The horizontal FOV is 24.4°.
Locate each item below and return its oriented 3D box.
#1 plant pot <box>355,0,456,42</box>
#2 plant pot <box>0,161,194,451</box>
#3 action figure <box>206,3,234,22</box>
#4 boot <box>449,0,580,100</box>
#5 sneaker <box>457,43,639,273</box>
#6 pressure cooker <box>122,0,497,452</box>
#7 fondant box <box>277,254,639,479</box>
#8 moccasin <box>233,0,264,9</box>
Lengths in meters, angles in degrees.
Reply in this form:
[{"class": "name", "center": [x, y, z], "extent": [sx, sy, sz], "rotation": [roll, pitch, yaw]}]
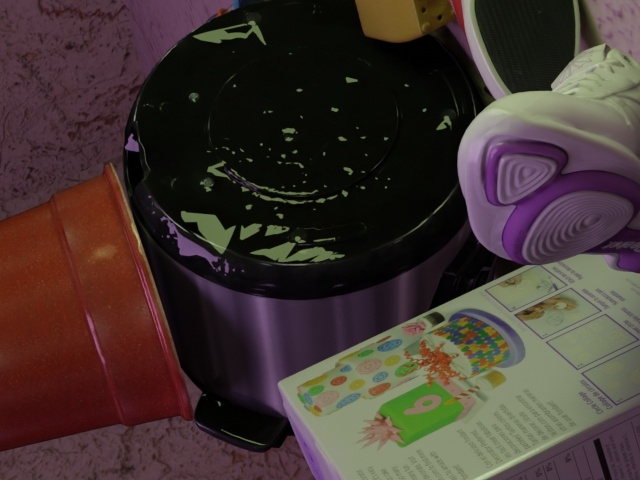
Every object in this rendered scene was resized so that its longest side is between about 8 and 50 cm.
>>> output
[{"class": "plant pot", "center": [0.087, -0.233, 1.402], "extent": [0.083, 0.081, 0.081], "rotation": [36, 150, 51]}, {"class": "plant pot", "center": [-0.293, 0.091, 1.472], "extent": [0.272, 0.265, 0.272], "rotation": [162, 90, -82]}, {"class": "action figure", "center": [-0.132, -0.196, 2.157], "extent": [0.330, 0.178, 0.341], "rotation": [-67, 31, 27]}, {"class": "boot", "center": [0.134, -0.202, 1.213], "extent": [0.176, 0.088, 0.244], "rotation": [124, 130, -79]}, {"class": "sneaker", "center": [0.166, -0.061, 0.968], "extent": [0.305, 0.114, 0.152], "rotation": [13, -126, -56]}, {"class": "pressure cooker", "center": [-0.005, -0.003, 1.570], "extent": [0.420, 0.370, 0.375], "rotation": [87, 161, -55]}, {"class": "fondant box", "center": [0.160, 0.120, 1.095], "extent": [0.238, 0.330, 0.096], "rotation": [-133, 22, -64]}, {"class": "moccasin", "center": [-0.032, -0.265, 1.799], "extent": [0.342, 0.117, 0.138], "rotation": [-97, -19, -50]}]
